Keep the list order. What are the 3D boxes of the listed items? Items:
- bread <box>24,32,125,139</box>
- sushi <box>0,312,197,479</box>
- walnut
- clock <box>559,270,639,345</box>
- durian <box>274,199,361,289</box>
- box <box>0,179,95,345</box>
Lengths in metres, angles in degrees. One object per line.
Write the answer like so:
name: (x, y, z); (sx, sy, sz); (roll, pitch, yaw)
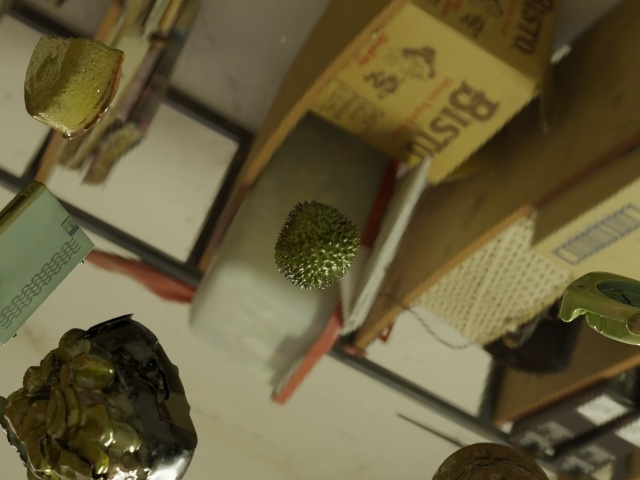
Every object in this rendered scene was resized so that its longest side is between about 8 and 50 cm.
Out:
bread: (-0.303, -0.189, 1.303); (0.156, 0.086, 0.125); (26, -90, 54)
sushi: (-0.415, 0.328, 1.863); (0.329, 0.327, 0.285); (-24, 174, 35)
walnut: (0.340, 0.522, 2.122); (0.273, 0.273, 0.226); (-48, -141, 49)
clock: (0.539, 0.126, 1.835); (0.170, 0.232, 0.069); (-17, 122, -53)
durian: (-0.002, 0.014, 1.927); (0.159, 0.146, 0.198); (-64, 164, 3)
box: (-0.575, 0.045, 2.053); (0.045, 0.210, 0.270); (17, -119, 42)
